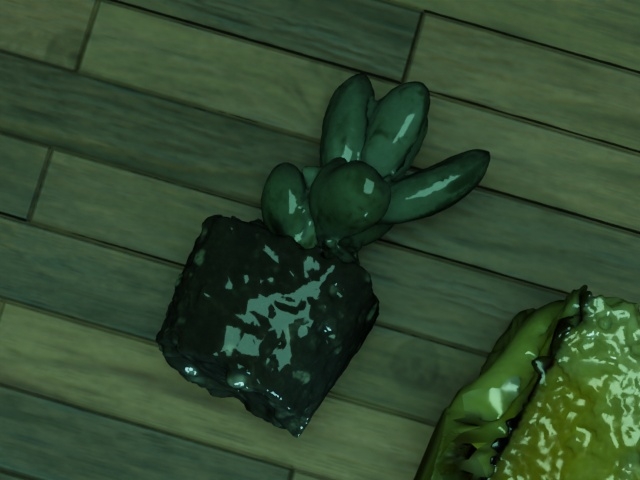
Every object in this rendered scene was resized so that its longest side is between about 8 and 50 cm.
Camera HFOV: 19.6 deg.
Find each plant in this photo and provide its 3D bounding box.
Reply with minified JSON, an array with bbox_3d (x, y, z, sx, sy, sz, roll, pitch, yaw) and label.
[{"bbox_3d":[-0.002,0.000,1.369,0.146,0.149,0.274,35,79,3],"label":"plant"}]

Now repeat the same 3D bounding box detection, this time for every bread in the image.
[{"bbox_3d":[0.151,0.168,1.330,0.162,0.204,0.262,36,78,-8],"label":"bread"}]
